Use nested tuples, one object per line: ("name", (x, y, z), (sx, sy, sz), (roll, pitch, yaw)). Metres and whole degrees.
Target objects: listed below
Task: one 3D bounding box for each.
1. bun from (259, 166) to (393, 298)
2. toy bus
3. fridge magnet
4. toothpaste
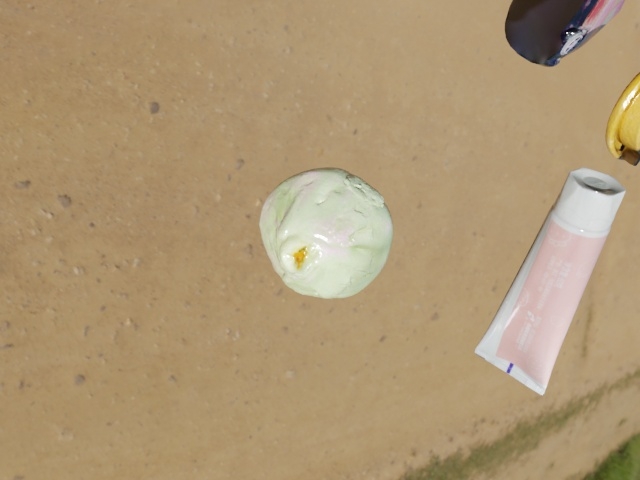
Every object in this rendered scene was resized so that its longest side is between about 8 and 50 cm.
("bun", (0.000, 0.000, 1.326), (0.187, 0.292, 0.294), (-60, 159, -65))
("toy bus", (0.387, -0.398, 0.930), (0.147, 0.128, 0.303), (-31, 160, -19))
("fridge magnet", (0.404, -0.157, 0.772), (0.143, 0.063, 0.143), (-20, 137, -20))
("toothpaste", (0.179, 0.038, 0.503), (0.042, 0.067, 0.195), (-31, 143, -45))
